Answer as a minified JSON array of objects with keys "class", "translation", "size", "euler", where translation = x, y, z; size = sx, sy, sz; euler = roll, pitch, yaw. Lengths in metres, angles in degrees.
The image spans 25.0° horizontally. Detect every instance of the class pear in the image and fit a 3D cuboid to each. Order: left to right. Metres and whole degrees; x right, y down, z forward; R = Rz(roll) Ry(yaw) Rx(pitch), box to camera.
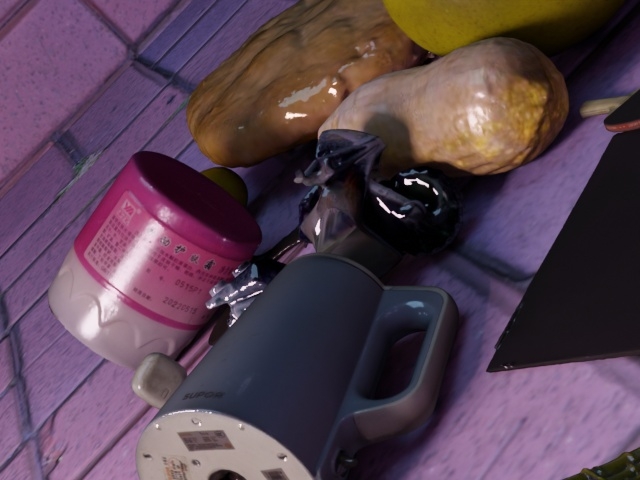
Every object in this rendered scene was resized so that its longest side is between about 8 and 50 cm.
[{"class":"pear","translation":[0.185,-0.305,1.401],"size":[0.294,0.294,0.294],"euler":[-39,20,17]}]

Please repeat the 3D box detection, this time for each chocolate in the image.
[{"class":"chocolate","translation":[0.115,-0.112,1.390],"size":[0.309,0.134,0.134],"euler":[-14,36,51]}]

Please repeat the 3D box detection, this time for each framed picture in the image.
[{"class":"framed picture","translation":[0.281,-0.019,1.028],"size":[0.338,0.014,0.255],"euler":[-17,35,55]}]

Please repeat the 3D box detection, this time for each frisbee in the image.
[{"class":"frisbee","translation":[-0.073,0.028,1.661],"size":[0.211,0.012,0.187],"euler":[-48,18,-7]}]

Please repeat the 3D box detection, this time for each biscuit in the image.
[{"class":"biscuit","translation":[0.000,-0.247,1.869],"size":[0.429,0.104,0.446],"euler":[-32,19,8]}]

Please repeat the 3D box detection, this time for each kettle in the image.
[{"class":"kettle","translation":[-0.004,0.117,1.165],"size":[0.210,0.160,0.243],"euler":[-8,31,31]}]

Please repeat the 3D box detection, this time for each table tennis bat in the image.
[{"class":"table tennis bat","translation":[0.271,-0.120,1.237],"size":[0.087,0.013,0.156],"euler":[-41,14,-17]}]

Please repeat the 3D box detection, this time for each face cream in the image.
[{"class":"face cream","translation":[-0.186,0.025,1.612],"size":[0.195,0.175,0.175],"euler":[-55,17,14]}]

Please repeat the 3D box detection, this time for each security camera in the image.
[{"class":"security camera","translation":[-0.145,0.149,1.441],"size":[0.058,0.092,0.058],"euler":[-41,20,18]}]

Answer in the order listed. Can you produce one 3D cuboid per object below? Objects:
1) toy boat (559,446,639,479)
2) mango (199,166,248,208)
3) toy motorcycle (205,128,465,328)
[{"class":"toy boat","translation":[0.194,0.129,0.825],"size":[0.115,0.016,0.063],"euler":[-23,13,-18]},{"class":"mango","translation":[-0.186,0.004,1.825],"size":[0.237,0.091,0.137],"euler":[-42,13,7]},{"class":"toy motorcycle","translation":[0.000,0.000,1.356],"size":[0.270,0.159,0.106],"euler":[-37,0,19]}]
